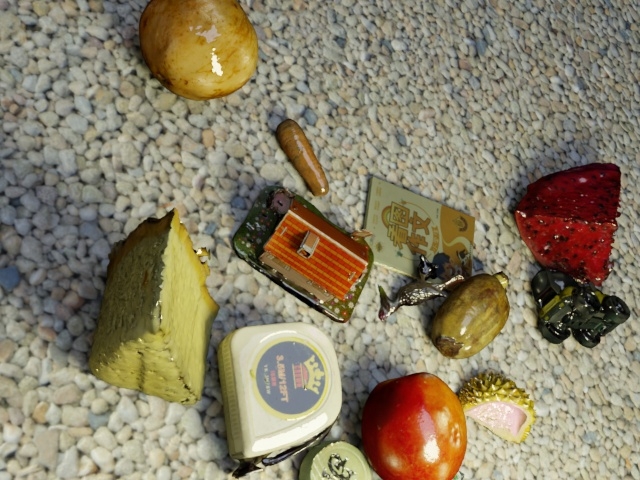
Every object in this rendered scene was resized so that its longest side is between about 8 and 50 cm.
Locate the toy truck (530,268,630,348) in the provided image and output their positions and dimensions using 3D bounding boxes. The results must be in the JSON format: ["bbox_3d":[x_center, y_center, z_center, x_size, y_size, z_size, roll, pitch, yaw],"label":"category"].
[{"bbox_3d":[0.618,0.152,2.057,0.224,0.147,0.165,12,43,-30],"label":"toy truck"}]

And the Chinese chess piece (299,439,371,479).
[{"bbox_3d":[0.029,0.452,1.621,0.144,0.058,0.144,12,65,-26],"label":"Chinese chess piece"}]

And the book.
[{"bbox_3d":[0.227,-0.007,1.949,0.295,0.020,0.207,20,63,-23],"label":"book"}]

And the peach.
[{"bbox_3d":[0.187,0.375,1.663,0.243,0.200,0.243,27,57,-51],"label":"peach"}]

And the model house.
[{"bbox_3d":[-0.001,0.000,1.719,0.294,0.154,0.207,34,58,-10],"label":"model house"}]

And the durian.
[{"bbox_3d":[0.389,0.360,1.860,0.182,0.165,0.132,30,98,8],"label":"durian"}]

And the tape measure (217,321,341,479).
[{"bbox_3d":[-0.067,0.293,1.589,0.232,0.133,0.271,-1,73,-23],"label":"tape measure"}]

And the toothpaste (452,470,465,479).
[{"bbox_3d":[0.235,0.547,1.719,0.047,0.040,0.196,35,57,-10],"label":"toothpaste"}]

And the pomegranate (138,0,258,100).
[{"bbox_3d":[-0.240,-0.396,1.703,0.248,0.248,0.248,12,65,-27],"label":"pomegranate"}]

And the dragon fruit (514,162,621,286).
[{"bbox_3d":[0.677,-0.065,2.111,0.330,0.240,0.302,-49,118,-28],"label":"dragon fruit"}]

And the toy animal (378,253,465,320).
[{"bbox_3d":[0.205,0.111,1.853,0.202,0.070,0.105,-31,56,-16],"label":"toy animal"}]

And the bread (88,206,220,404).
[{"bbox_3d":[-0.234,0.121,1.456,0.279,0.315,0.248,27,60,-31],"label":"bread"}]

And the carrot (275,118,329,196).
[{"bbox_3d":[-0.036,-0.176,1.833,0.060,0.060,0.186,-28,87,-36],"label":"carrot"}]

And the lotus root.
[{"bbox_3d":[0.340,0.156,1.877,0.260,0.128,0.145,-44,132,-33],"label":"lotus root"}]
